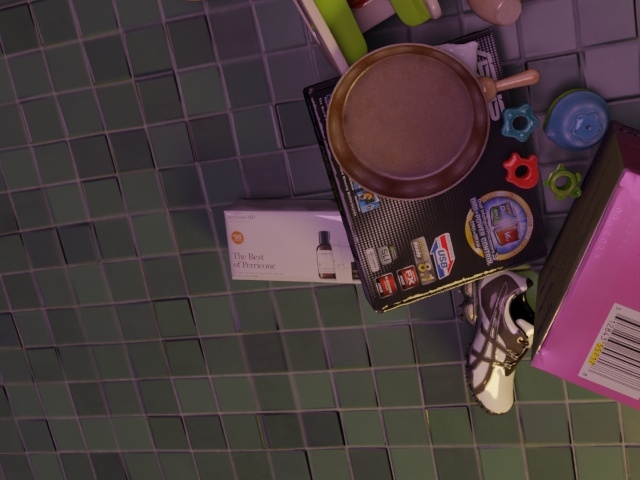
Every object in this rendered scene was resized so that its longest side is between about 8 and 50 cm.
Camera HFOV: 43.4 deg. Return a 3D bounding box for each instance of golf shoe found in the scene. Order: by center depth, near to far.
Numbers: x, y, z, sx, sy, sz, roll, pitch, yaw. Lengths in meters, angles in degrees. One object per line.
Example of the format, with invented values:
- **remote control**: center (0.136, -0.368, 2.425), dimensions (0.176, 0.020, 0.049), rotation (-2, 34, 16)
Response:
- **golf shoe**: center (0.226, 0.129, 0.983), dimensions (0.093, 0.077, 0.198), rotation (1, 111, 36)

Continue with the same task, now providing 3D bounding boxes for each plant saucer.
- **plant saucer**: center (0.090, -0.124, 0.840), dimensions (0.168, 0.029, 0.169), rotation (2, 116, 5)

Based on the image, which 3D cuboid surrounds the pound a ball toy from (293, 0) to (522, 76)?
- **pound a ball toy**: center (0.045, -0.327, 0.830), dimensions (0.208, 0.136, 0.319), rotation (-32, 121, 4)

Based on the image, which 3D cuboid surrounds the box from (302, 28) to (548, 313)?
- **box**: center (0.121, -0.077, 0.920), dimensions (0.216, 0.060, 0.270), rotation (-18, 103, -3)

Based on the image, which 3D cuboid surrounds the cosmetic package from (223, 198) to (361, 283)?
- **cosmetic package**: center (0.000, 0.000, 1.029), dimensions (0.238, 0.060, 0.099), rotation (0, 107, 17)

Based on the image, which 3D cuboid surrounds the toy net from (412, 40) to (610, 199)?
- **toy net**: center (0.197, -0.135, 0.869), dimensions (0.232, 0.045, 0.122), rotation (22, 110, -9)

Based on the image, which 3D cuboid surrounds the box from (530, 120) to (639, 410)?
- **box**: center (0.317, 0.014, 0.833), dimensions (0.117, 0.243, 0.214), rotation (22, 113, 8)
